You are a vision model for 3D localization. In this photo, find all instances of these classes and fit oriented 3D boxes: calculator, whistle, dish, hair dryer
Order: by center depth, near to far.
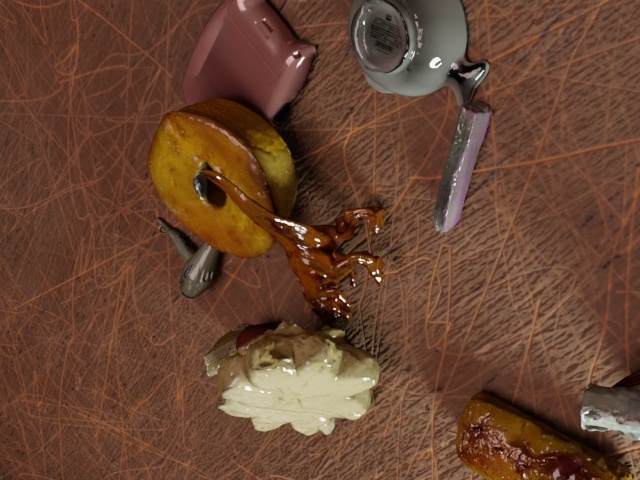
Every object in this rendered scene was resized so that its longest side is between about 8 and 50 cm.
[{"bbox_3d":[0.490,0.225,1.114,0.346,0.142,0.134,4,69,26],"label":"whistle"},{"bbox_3d":[0.114,-0.281,1.304,0.246,0.078,0.224,45,133,19],"label":"dish"},{"bbox_3d":[-0.138,-0.271,1.581,0.220,0.048,0.330,51,139,10],"label":"calculator"},{"bbox_3d":[-0.250,-0.005,1.834,0.167,0.067,0.199,-44,62,37],"label":"hair dryer"}]

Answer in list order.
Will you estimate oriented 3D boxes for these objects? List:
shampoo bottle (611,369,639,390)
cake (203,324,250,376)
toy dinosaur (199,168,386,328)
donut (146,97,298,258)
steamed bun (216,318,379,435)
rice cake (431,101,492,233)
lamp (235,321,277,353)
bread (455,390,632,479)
[{"bbox_3d":[0.489,0.289,1.225,0.102,0.064,0.260,-31,87,42],"label":"shampoo bottle"},{"bbox_3d":[-0.175,0.213,1.801,0.065,0.121,0.052,-1,115,36],"label":"cake"},{"bbox_3d":[0.000,0.000,1.488,0.208,0.097,0.432,-9,135,22],"label":"toy dinosaur"},{"bbox_3d":[-0.159,-0.114,1.594,0.303,0.110,0.303,26,140,23],"label":"donut"},{"bbox_3d":[-0.039,0.221,1.612,0.292,0.137,0.295,-19,140,27],"label":"steamed bun"},{"bbox_3d":[0.199,-0.101,1.335,0.036,0.047,0.207,45,135,41],"label":"rice cake"},{"bbox_3d":[-0.109,0.199,1.752,0.101,0.090,0.101,12,151,6],"label":"lamp"},{"bbox_3d":[0.326,0.330,1.398,0.271,0.077,0.139,27,123,37],"label":"bread"}]
